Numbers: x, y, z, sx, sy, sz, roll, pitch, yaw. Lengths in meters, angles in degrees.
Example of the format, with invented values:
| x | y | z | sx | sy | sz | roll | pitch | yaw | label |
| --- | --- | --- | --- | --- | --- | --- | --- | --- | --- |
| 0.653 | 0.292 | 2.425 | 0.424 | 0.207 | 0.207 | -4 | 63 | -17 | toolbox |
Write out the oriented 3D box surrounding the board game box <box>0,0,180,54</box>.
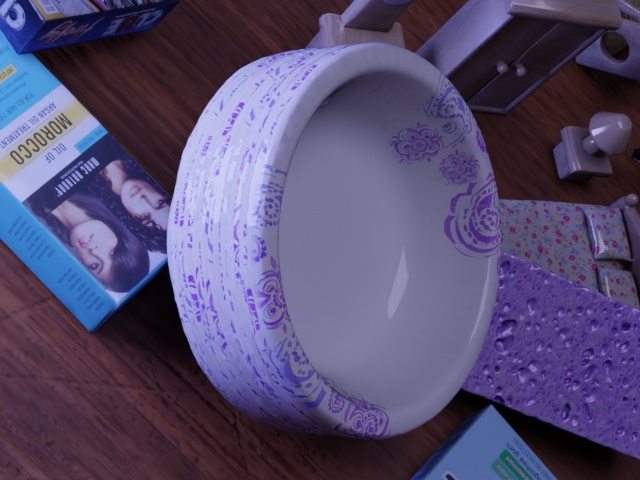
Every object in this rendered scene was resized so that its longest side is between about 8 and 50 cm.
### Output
| x | y | z | sx | sy | sz | roll | pitch | yaw | label |
| --- | --- | --- | --- | --- | --- | --- | --- | --- | --- |
| -0.236 | -0.262 | 1.181 | 0.243 | 0.042 | 0.165 | 55 | 35 | 9 | board game box |

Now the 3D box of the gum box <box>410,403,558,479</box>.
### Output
| x | y | z | sx | sy | sz | roll | pitch | yaw | label |
| --- | --- | --- | --- | --- | --- | --- | --- | --- | --- |
| 0.125 | 0.245 | 1.175 | 0.157 | 0.041 | 0.184 | 49 | 54 | 0 | gum box |

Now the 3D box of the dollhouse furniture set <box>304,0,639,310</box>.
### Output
| x | y | z | sx | sy | sz | roll | pitch | yaw | label |
| --- | --- | --- | --- | --- | --- | --- | --- | --- | --- |
| 0.169 | -0.032 | 1.253 | 0.303 | 0.174 | 0.356 | 4 | 65 | -27 | dollhouse furniture set |

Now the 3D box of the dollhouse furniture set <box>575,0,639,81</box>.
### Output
| x | y | z | sx | sy | sz | roll | pitch | yaw | label |
| --- | --- | --- | --- | --- | --- | --- | --- | --- | --- |
| 0.339 | -0.264 | 1.452 | 0.101 | 0.161 | 0.182 | 23 | 43 | 37 | dollhouse furniture set |

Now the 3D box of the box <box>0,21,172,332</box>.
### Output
| x | y | z | sx | sy | sz | roll | pitch | yaw | label |
| --- | --- | --- | --- | --- | --- | --- | --- | --- | --- |
| -0.212 | -0.057 | 1.121 | 0.244 | 0.060 | 0.100 | 46 | 54 | -2 | box |

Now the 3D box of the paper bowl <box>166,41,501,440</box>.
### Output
| x | y | z | sx | sy | sz | roll | pitch | yaw | label |
| --- | --- | --- | --- | --- | --- | --- | --- | --- | --- |
| 0.000 | 0.000 | 1.118 | 0.284 | 0.148 | 0.284 | 0 | 91 | -48 | paper bowl |

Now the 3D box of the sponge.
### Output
| x | y | z | sx | sy | sz | roll | pitch | yaw | label |
| --- | --- | --- | --- | --- | --- | --- | --- | --- | --- |
| 0.202 | 0.094 | 1.238 | 0.210 | 0.031 | 0.117 | 23 | 89 | -15 | sponge |

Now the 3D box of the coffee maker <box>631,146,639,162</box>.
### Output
| x | y | z | sx | sy | sz | roll | pitch | yaw | label |
| --- | --- | --- | --- | --- | --- | --- | --- | --- | --- |
| 0.405 | -0.118 | 1.454 | 0.171 | 0.120 | 0.178 | 34 | 50 | -20 | coffee maker |
